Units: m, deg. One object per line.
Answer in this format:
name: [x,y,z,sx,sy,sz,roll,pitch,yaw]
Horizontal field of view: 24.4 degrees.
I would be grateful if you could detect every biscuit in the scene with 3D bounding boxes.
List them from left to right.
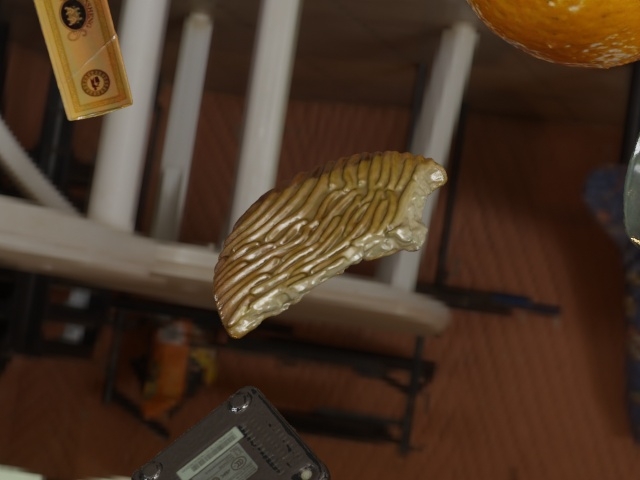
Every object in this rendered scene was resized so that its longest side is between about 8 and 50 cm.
biscuit: [0.000,-0.001,1.293,0.176,0.228,0.031,11,142,33]

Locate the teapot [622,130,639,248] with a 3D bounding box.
teapot: [0.436,-0.037,1.174,0.344,0.253,0.300,24,145,34]

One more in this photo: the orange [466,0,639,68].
orange: [0.299,-0.390,1.527,0.326,0.423,0.424,-1,171,36]

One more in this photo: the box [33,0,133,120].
box: [-0.274,-0.285,1.558,0.076,0.274,0.174,-15,-152,-7]

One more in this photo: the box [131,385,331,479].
box: [-0.068,0.183,1.126,0.125,0.126,0.027,42,164,41]
